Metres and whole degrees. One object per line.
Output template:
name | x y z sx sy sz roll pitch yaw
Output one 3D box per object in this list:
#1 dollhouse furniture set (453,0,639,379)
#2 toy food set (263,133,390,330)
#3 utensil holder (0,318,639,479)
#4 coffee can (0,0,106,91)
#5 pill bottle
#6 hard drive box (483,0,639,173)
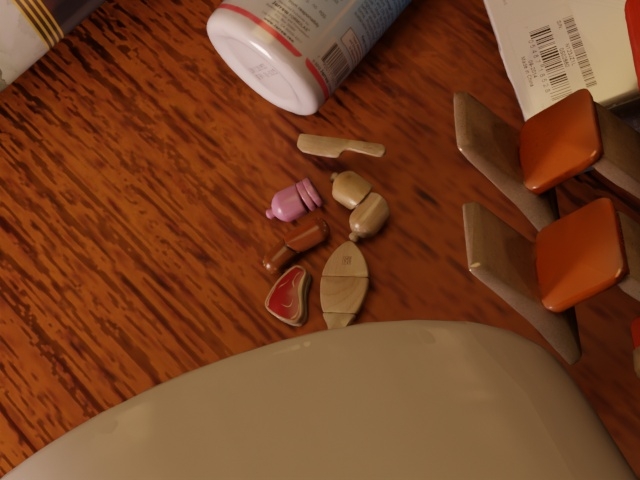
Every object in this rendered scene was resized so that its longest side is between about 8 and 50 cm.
dollhouse furniture set | 0.175 -0.034 0.556 0.262 0.135 0.259 -29 41 29
toy food set | 0.000 0.000 0.802 0.078 0.019 0.122 10 75 22
utensil holder | 0.040 0.269 0.475 0.327 0.327 0.385 -29 56 2
coffee can | -0.248 -0.188 0.873 0.275 0.201 0.201 -43 59 -6
pill bottle | 0.011 -0.161 0.841 0.087 0.087 0.160 34 77 29
hard drive box | 0.203 -0.160 0.754 0.232 0.089 0.181 -19 69 12
